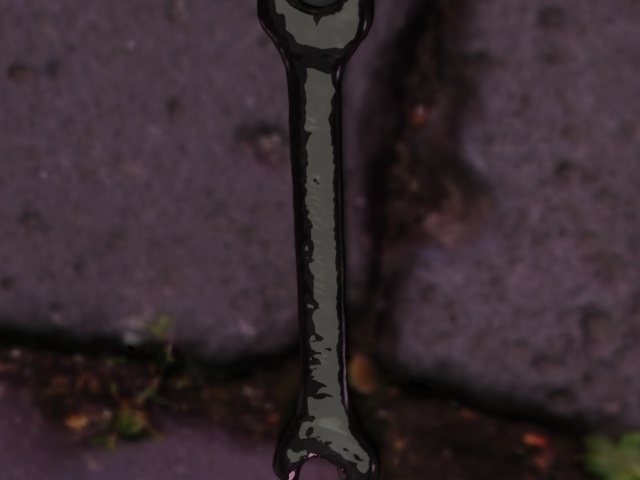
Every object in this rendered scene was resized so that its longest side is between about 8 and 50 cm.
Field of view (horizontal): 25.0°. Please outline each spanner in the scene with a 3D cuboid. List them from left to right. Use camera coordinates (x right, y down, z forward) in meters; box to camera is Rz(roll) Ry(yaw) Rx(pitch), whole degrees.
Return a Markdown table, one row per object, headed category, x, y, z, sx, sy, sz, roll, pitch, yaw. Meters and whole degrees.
| category | x | y | z | sx | sy | sz | roll | pitch | yaw |
| --- | --- | --- | --- | --- | --- | --- | --- | --- | --- |
| spanner | 0.000 | 0.000 | 0.651 | 0.054 | 0.015 | 0.254 | 0 | 100 | 9 |
